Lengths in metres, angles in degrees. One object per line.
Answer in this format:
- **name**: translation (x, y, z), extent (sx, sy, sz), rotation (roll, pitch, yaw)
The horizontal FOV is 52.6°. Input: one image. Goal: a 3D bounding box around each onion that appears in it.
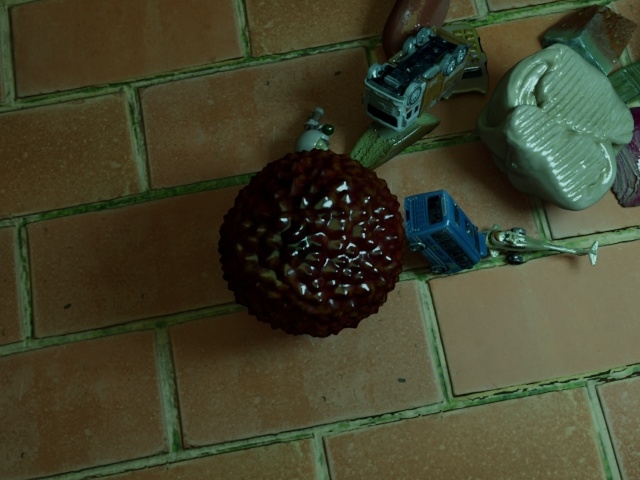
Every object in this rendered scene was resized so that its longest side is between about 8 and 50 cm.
- **onion**: translation (0.836, -0.238, 1.644), extent (0.248, 0.111, 0.250), rotation (-23, 75, -2)

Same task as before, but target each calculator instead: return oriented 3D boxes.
- **calculator**: translation (0.371, -0.489, 1.760), extent (0.157, 0.033, 0.236), rotation (-7, 74, 1)

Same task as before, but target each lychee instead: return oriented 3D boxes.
- **lychee**: translation (0.000, 0.000, 1.475), extent (0.424, 0.424, 0.500), rotation (50, 42, 12)

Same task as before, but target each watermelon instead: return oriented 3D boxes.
- **watermelon**: translation (0.741, -0.549, 1.730), extent (0.257, 0.140, 0.193), rotation (-39, 86, -15)

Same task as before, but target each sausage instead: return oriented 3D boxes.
- **sausage**: translation (0.249, -0.582, 1.726), extent (0.148, 0.148, 0.254), rotation (31, 87, 9)

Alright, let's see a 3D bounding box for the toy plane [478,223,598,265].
- **toy plane**: translation (0.526, 0.012, 1.595), extent (0.287, 0.108, 0.091), rotation (10, 76, 2)

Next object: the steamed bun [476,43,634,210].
- **steamed bun**: translation (0.550, -0.269, 1.587), extent (0.342, 0.255, 0.367), rotation (-46, 103, -14)

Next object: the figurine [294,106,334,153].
- **figurine**: translation (-0.012, -0.258, 1.671), extent (0.094, 0.147, 0.197), rotation (31, 48, -13)

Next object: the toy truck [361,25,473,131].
- **toy truck**: translation (0.236, -0.393, 1.606), extent (0.136, 0.162, 0.305), rotation (34, 58, 23)

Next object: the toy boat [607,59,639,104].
- **toy boat**: translation (0.813, -0.410, 1.712), extent (0.293, 0.055, 0.093), rotation (-32, 77, -5)

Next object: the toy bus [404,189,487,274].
- **toy bus**: translation (0.290, -0.015, 1.525), extent (0.134, 0.246, 0.113), rotation (-16, 58, 28)

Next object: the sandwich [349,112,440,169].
- **sandwich**: translation (0.193, -0.279, 1.686), extent (0.258, 0.096, 0.094), rotation (-37, 72, -9)
